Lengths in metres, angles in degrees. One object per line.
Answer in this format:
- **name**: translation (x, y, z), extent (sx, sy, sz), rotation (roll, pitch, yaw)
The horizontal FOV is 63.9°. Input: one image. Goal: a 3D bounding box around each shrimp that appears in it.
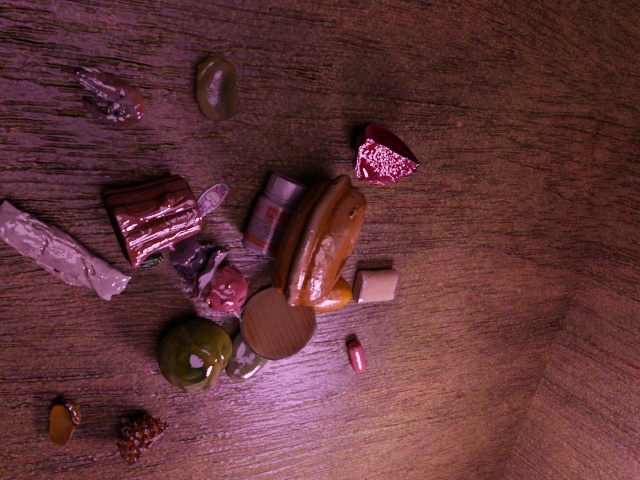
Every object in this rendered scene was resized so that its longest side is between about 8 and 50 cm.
- **shrimp**: translation (-0.563, -0.368, 1.322), extent (0.223, 0.047, 0.126), rotation (24, 109, -37)

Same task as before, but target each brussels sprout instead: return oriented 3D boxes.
- **brussels sprout**: translation (-0.408, 0.381, 1.661), extent (0.219, 0.210, 0.271), rotation (-33, 140, -40)

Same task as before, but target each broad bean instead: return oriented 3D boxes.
- **broad bean**: translation (-0.287, -0.422, 1.431), extent (0.124, 0.082, 0.174), rotation (-10, 115, -29)
- **broad bean**: translation (-0.252, 0.403, 1.825), extent (0.169, 0.100, 0.228), rotation (14, 101, -35)

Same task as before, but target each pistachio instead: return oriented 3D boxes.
- **pistachio**: translation (-0.797, 0.561, 1.609), extent (0.089, 0.049, 0.173), rotation (11, 110, -10)

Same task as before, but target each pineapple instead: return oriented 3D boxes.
- **pineapple**: translation (-0.619, 0.644, 1.717), extent (0.176, 0.161, 0.137), rotation (-44, 89, -1)

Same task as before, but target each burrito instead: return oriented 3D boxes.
- **burrito**: translation (-0.708, 0.042, 1.403), extent (0.117, 0.076, 0.392), rotation (-48, 127, -1)

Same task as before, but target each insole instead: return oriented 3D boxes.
- **insole**: translation (-0.362, -0.104, 1.583), extent (0.197, 0.004, 0.065), rotation (-45, 127, -6)

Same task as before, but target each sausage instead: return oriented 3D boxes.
- **sausage**: translation (0.152, 0.483, 2.119), extent (0.062, 0.062, 0.154), rotation (-25, 121, -19)

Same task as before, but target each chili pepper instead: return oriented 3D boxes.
- **chili pepper**: translation (-0.534, 0.058, 1.543), extent (0.118, 0.035, 0.055), rotation (9, 95, -23)

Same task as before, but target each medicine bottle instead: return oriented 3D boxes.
- **medicine bottle**: translation (-0.145, -0.081, 1.637), extent (0.144, 0.144, 0.252), rotation (16, 100, -35)

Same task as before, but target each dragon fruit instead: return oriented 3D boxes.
- **dragon fruit**: translation (0.208, -0.295, 1.747), extent (0.261, 0.163, 0.189), rotation (18, 68, -31)

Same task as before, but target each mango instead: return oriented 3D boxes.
- **mango**: translation (0.015, 0.198, 1.881), extent (0.227, 0.109, 0.147), rotation (0, 136, -31)

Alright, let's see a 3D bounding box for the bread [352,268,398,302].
- **bread**: translation (0.217, 0.179, 2.017), extent (0.178, 0.060, 0.139), rotation (-3, 113, -29)

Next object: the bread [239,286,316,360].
- **bread**: translation (-0.145, 0.282, 1.763), extent (0.267, 0.267, 0.040), rotation (-41, 163, -8)

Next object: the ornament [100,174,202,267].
- **ornament**: translation (-0.462, -0.074, 1.419), extent (0.217, 0.235, 0.221), rotation (-23, 165, -25)

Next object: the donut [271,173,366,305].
- **donut**: translation (0.000, 0.000, 1.608), extent (0.198, 0.449, 0.449), rotation (23, 103, 8)

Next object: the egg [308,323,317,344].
- **egg**: translation (-0.096, 0.312, 1.846), extent (0.181, 0.141, 0.141), rotation (21, 100, -24)

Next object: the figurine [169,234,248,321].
- **figurine**: translation (-0.330, 0.130, 1.624), extent (0.207, 0.166, 0.387), rotation (-65, 147, -26)
